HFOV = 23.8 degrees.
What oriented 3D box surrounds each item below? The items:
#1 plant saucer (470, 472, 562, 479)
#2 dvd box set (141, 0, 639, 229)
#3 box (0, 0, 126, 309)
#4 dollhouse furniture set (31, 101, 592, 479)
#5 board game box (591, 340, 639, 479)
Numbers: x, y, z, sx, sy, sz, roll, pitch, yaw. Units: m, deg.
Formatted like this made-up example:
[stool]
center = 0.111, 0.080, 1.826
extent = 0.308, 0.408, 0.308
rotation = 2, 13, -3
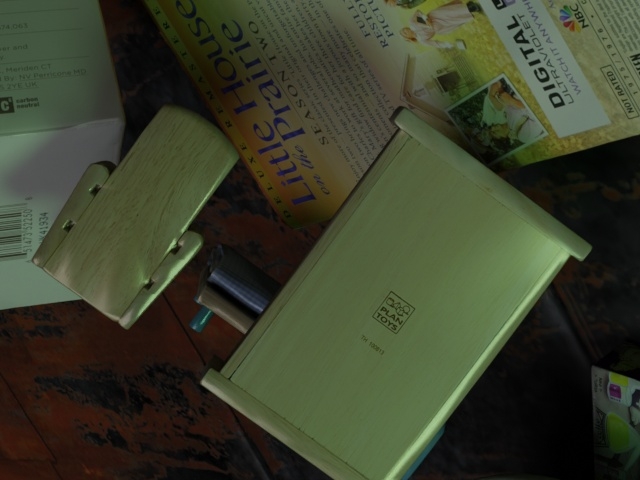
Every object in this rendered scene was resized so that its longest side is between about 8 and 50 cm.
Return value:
[plant saucer]
center = 0.202, 0.334, 1.010
extent = 0.400, 0.101, 0.400
rotation = 26, 124, 46
[dvd box set]
center = 0.032, -0.174, 0.939
extent = 0.420, 0.062, 0.307
rotation = -16, 110, 55
[box]
center = -0.251, -0.149, 1.056
extent = 0.215, 0.168, 0.345
rotation = 107, 151, -57
[dollhouse furniture set]
center = 0.000, 0.000, 1.012
extent = 0.286, 0.198, 0.303
rotation = 36, -177, -5
[board game box]
center = 0.281, 0.252, 1.016
extent = 0.208, 0.056, 0.346
rotation = 14, 121, 38
